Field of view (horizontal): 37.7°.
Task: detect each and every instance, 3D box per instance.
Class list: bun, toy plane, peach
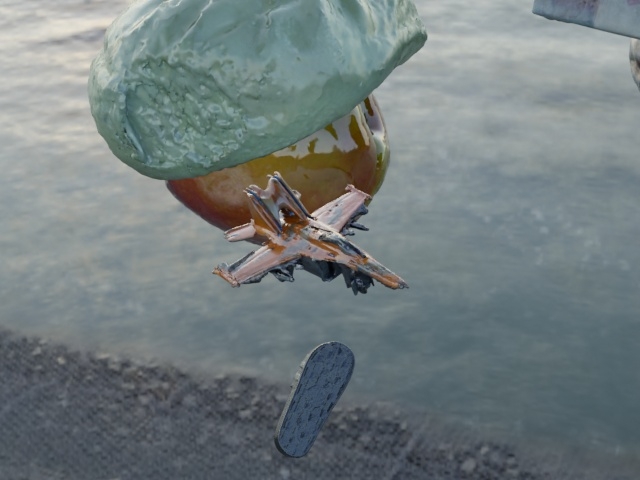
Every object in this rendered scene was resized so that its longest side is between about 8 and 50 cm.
[{"bbox_3d":[-0.044,-0.125,0.585,0.221,0.108,0.221,-20,18,7],"label":"bun"},{"bbox_3d":[0.003,0.009,0.688,0.135,0.062,0.188,-35,45,-22],"label":"toy plane"},{"bbox_3d":[-0.071,-0.134,1.357,0.332,0.307,0.308,-14,28,13],"label":"peach"}]

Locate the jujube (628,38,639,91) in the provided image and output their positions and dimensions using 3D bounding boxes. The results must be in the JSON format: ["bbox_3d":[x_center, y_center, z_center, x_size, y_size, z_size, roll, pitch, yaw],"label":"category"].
[{"bbox_3d":[0.504,-0.247,1.130,0.246,0.215,0.308,-32,9,-13],"label":"jujube"}]

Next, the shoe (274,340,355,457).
[{"bbox_3d":[-0.017,0.218,1.301,0.049,0.071,0.179,-23,34,59],"label":"shoe"}]

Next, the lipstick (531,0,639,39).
[{"bbox_3d":[0.375,-0.198,0.835,0.371,0.076,0.080,25,19,35],"label":"lipstick"}]
